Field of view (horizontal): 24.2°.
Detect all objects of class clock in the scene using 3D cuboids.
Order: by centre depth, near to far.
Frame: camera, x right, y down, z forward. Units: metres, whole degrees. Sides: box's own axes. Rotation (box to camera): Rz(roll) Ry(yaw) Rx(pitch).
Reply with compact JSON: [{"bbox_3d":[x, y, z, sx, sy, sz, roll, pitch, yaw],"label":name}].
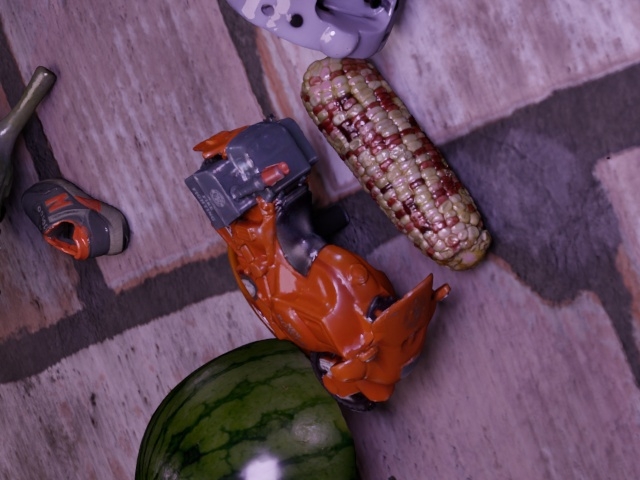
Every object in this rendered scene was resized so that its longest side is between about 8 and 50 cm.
[{"bbox_3d":[0.027,-0.314,1.351,0.189,0.189,0.254,40,119,27],"label":"clock"}]

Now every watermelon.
[{"bbox_3d":[-0.112,0.263,1.646,0.330,0.189,0.331,-12,76,55],"label":"watermelon"}]

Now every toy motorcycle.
[{"bbox_3d":[-0.003,0.024,1.469,0.221,0.147,0.326,-24,100,54],"label":"toy motorcycle"}]

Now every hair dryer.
[{"bbox_3d":[0.000,0.000,1.598,0.026,0.047,0.083,47,149,21],"label":"hair dryer"}]

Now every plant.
[{"bbox_3d":[-0.453,-0.081,1.939,0.306,0.297,0.261,45,162,18],"label":"plant"}]

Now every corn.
[{"bbox_3d":[0.073,-0.076,1.454,0.253,0.086,0.086,54,137,12],"label":"corn"}]

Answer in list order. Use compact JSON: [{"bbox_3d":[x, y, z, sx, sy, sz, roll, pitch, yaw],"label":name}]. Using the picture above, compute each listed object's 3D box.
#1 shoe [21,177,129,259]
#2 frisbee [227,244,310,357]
[{"bbox_3d":[-0.330,-0.026,1.899,0.194,0.077,0.074,23,122,38],"label":"shoe"},{"bbox_3d":[-0.028,0.049,1.638,0.192,0.035,0.192,35,145,29],"label":"frisbee"}]
